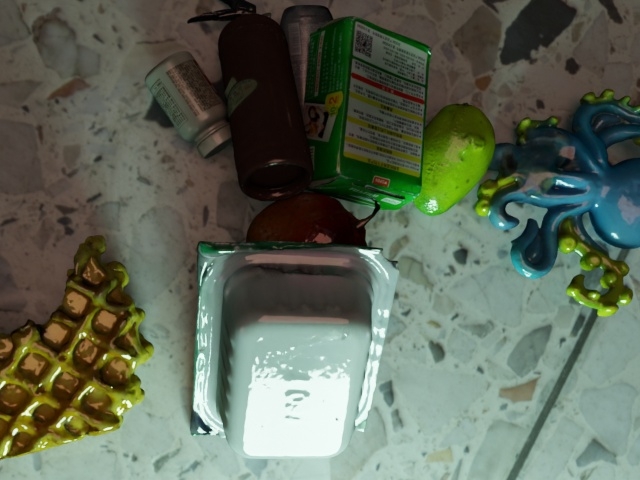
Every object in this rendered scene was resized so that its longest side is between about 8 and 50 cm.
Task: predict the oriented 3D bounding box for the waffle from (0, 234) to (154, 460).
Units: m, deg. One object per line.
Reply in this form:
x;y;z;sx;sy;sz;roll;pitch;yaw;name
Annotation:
-0.392;0.145;0.897;0.323;0.151;0.261;-11;86;-9;waffle

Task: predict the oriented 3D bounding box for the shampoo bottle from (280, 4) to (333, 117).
-0.012;-0.231;1.025;0.086;0.049;0.234;-5;88;-11;shampoo bottle

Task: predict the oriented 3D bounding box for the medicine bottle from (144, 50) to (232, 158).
-0.181;-0.192;0.980;0.079;0.079;0.140;-35;93;-10;medicine bottle

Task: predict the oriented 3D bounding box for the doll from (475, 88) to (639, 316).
0.419;-0.071;1.081;0.341;0.099;0.346;24;79;5;doll

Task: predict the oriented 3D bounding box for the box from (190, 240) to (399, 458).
-0.037;0.167;0.896;0.263;0.106;0.337;3;118;-8;box

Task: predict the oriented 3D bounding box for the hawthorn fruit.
0.000;0.000;0.952;0.193;0.157;0.157;-26;92;19;hawthorn fruit

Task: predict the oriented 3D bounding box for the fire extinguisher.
-0.104;-0.225;0.952;0.137;0.102;0.344;-7;65;-12;fire extinguisher

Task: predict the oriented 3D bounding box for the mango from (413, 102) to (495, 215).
0.197;-0.121;1.033;0.119;0.100;0.179;26;91;-10;mango

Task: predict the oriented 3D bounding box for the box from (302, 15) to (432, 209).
0.067;-0.179;0.981;0.180;0.103;0.250;12;80;-36;box
